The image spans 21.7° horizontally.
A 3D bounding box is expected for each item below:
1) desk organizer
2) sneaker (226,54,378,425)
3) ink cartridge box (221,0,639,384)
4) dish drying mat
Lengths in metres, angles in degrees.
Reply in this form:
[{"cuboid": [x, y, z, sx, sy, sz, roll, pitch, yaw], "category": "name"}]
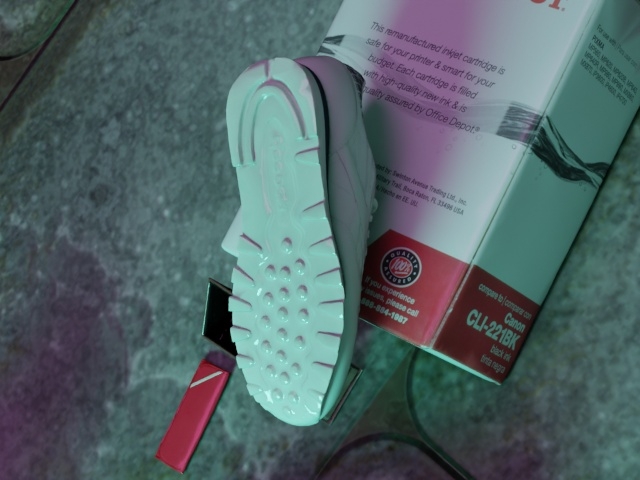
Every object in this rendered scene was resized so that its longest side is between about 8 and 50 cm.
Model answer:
[{"cuboid": [-0.038, 0.078, 1.214, 0.130, 0.050, 0.047, 31, 90, 37], "category": "desk organizer"}, {"cuboid": [0.000, 0.000, 1.063, 0.090, 0.095, 0.235, 5, 97, 31], "category": "sneaker"}, {"cuboid": [0.086, -0.069, 1.149, 0.197, 0.114, 0.273, 25, 88, 38], "category": "ink cartridge box"}, {"cuboid": [-0.097, 0.132, 1.259, 0.032, 0.008, 0.083, 24, 86, 36], "category": "dish drying mat"}]
